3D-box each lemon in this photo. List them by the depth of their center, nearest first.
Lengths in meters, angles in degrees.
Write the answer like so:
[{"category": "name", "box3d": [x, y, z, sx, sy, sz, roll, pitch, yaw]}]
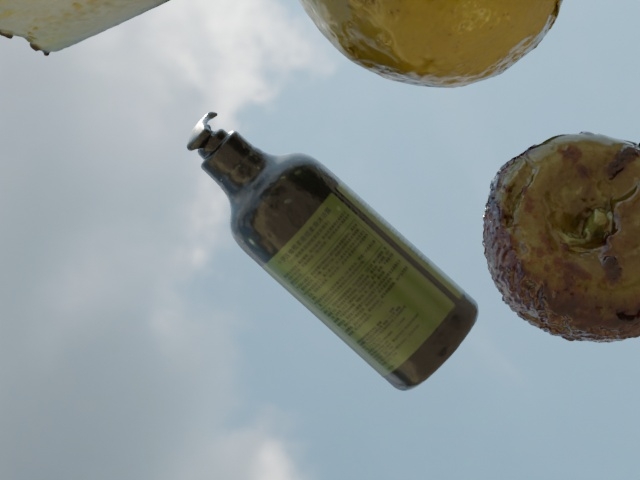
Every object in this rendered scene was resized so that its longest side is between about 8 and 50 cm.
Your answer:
[{"category": "lemon", "box3d": [0.085, -0.223, 1.482, 0.260, 0.204, 0.204, 18, -94, -41]}]

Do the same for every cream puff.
[{"category": "cream puff", "box3d": [0.175, 0.001, 1.235, 0.149, 0.149, 0.084, -53, -6, -23]}]

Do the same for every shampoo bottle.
[{"category": "shampoo bottle", "box3d": [0.000, 0.000, 1.567, 0.284, 0.101, 0.101, 42, -116, -5]}]

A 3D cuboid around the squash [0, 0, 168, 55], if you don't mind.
[{"category": "squash", "box3d": [-0.139, -0.220, 1.234, 0.169, 0.252, 0.093, 13, -120, -58]}]
